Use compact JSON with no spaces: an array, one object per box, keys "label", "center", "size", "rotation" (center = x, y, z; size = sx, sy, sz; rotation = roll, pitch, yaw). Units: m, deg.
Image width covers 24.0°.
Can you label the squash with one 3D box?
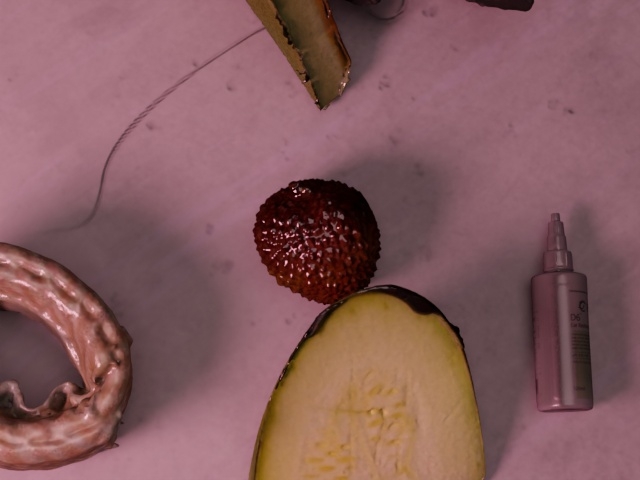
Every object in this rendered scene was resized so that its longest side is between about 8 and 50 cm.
[{"label":"squash","center":[0.034,0.162,1.416],"size":[0.236,0.155,0.204],"rotation":[-13,79,-8]}]

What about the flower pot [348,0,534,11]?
[{"label":"flower pot","center":[0.126,-0.358,1.471],"size":[0.299,0.299,0.283],"rotation":[14,70,-2]}]

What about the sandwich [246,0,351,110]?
[{"label":"sandwich","center":[-0.062,-0.278,1.509],"size":[0.063,0.245,0.212],"rotation":[-33,49,-6]}]

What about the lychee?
[{"label":"lychee","center":[0.000,0.002,1.460],"size":[0.123,0.123,0.129],"rotation":[-18,90,-8]}]

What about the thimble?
[{"label":"thimble","center":[-0.287,0.112,1.401],"size":[0.229,0.148,0.196],"rotation":[12,76,-5]}]

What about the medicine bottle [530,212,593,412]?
[{"label":"medicine bottle","center":[0.239,0.070,1.498],"size":[0.057,0.057,0.199],"rotation":[0,78,-5]}]
